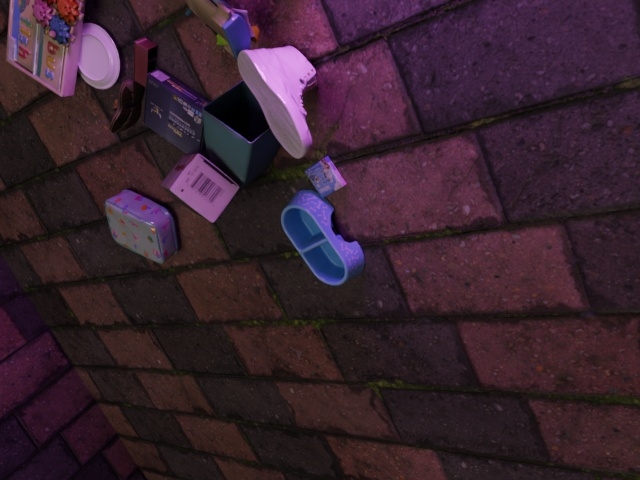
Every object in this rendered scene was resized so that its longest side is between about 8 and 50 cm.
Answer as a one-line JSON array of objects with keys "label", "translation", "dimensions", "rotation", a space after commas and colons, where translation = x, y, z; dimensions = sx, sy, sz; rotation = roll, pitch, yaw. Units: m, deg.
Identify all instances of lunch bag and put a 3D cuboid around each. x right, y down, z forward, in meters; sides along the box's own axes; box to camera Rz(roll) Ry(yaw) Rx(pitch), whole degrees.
[{"label": "lunch bag", "translation": [-0.639, -0.047, 2.205], "dimensions": [0.279, 0.108, 0.224], "rotation": [24, 137, 27]}]

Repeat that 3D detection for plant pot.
[{"label": "plant pot", "translation": [-0.205, -0.266, 1.661], "dimensions": [0.165, 0.165, 0.234], "rotation": [36, 146, 14]}]

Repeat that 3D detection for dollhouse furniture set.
[{"label": "dollhouse furniture set", "translation": [-0.244, -0.621, 1.400], "dimensions": [0.286, 0.198, 0.303], "rotation": [42, 173, 14]}]

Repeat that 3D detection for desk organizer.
[{"label": "desk organizer", "translation": [-0.512, -0.520, 1.806], "dimensions": [0.050, 0.047, 0.130], "rotation": [32, 135, 14]}]

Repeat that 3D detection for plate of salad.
[{"label": "plate of salad", "translation": [-0.694, -0.572, 1.916], "dimensions": [0.199, 0.048, 0.200], "rotation": [12, 119, 23]}]

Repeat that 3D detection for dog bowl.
[{"label": "dog bowl", "translation": [0.000, 0.000, 1.743], "dimensions": [0.166, 0.074, 0.297], "rotation": [-26, 102, 46]}]

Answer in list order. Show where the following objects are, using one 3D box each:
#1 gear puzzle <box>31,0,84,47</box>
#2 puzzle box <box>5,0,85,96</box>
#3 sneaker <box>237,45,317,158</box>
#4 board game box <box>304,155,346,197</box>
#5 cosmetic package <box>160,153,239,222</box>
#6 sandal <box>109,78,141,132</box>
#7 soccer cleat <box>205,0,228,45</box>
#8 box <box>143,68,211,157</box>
[{"label": "gear puzzle", "translation": [-0.731, -0.725, 1.747], "dimensions": [0.175, 0.044, 0.339], "rotation": [45, 125, 8]}, {"label": "puzzle box", "translation": [-0.845, -0.684, 1.894], "dimensions": [0.272, 0.052, 0.409], "rotation": [32, 122, 16]}, {"label": "sneaker", "translation": [-0.057, -0.342, 1.463], "dimensions": [0.293, 0.169, 0.108], "rotation": [62, 147, 9]}, {"label": "board game box", "translation": [0.013, -0.169, 1.650], "dimensions": [0.090, 0.020, 0.090], "rotation": [-26, 102, 46]}, {"label": "cosmetic package", "translation": [-0.350, -0.154, 1.758], "dimensions": [0.153, 0.129, 0.296], "rotation": [39, 173, -21]}, {"label": "sandal", "translation": [-0.617, -0.427, 1.934], "dimensions": [0.060, 0.090, 0.219], "rotation": [53, 141, 20]}, {"label": "soccer cleat", "translation": [-0.269, -0.578, 1.557], "dimensions": [0.072, 0.060, 0.179], "rotation": [5, 125, 38]}, {"label": "box", "translation": [-0.418, -0.370, 1.828], "dimensions": [0.232, 0.059, 0.183], "rotation": [35, 137, 13]}]
